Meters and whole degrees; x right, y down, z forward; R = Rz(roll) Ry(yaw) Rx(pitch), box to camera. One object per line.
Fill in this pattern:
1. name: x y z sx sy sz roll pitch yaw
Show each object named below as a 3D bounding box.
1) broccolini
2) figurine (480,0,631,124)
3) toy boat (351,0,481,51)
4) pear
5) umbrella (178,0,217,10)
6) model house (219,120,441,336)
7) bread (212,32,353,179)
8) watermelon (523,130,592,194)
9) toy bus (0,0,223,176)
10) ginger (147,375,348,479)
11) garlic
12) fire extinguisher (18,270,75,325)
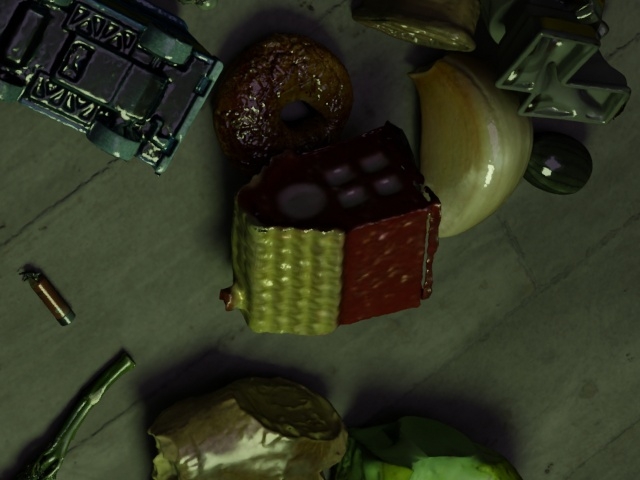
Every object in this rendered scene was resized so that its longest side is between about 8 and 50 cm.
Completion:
1. broccolini: -0.306 0.236 1.958 0.054 0.051 0.239 39 84 -22
2. figurine: 0.270 -0.301 1.887 0.167 0.285 0.342 -5 151 5
3. toy boat: 0.124 -0.265 1.870 0.116 0.188 0.061 17 92 -26
4. pear: 0.151 0.383 2.097 0.282 0.176 0.286 8 95 -26
5. umbrella: -0.159 -0.321 1.808 0.067 0.062 0.143 -53 123 -33
6. model house: 0.000 0.000 1.895 0.254 0.160 0.196 -19 141 -19
7. bread: -0.042 -0.154 1.910 0.193 0.064 0.193 -9 112 -23
8. watermelon: 0.300 -0.101 2.060 0.110 0.078 0.078 15 102 -28
9. toy bus: -0.281 -0.215 1.716 0.312 0.190 0.152 25 102 -28
10. ginger: -0.100 0.276 2.007 0.275 0.130 0.221 27 108 -29
11. garlic: 0.180 -0.113 1.993 0.164 0.145 0.245 9 109 9
12. fire extinguisher: -0.324 0.066 1.896 0.028 0.022 0.083 -23 120 21
